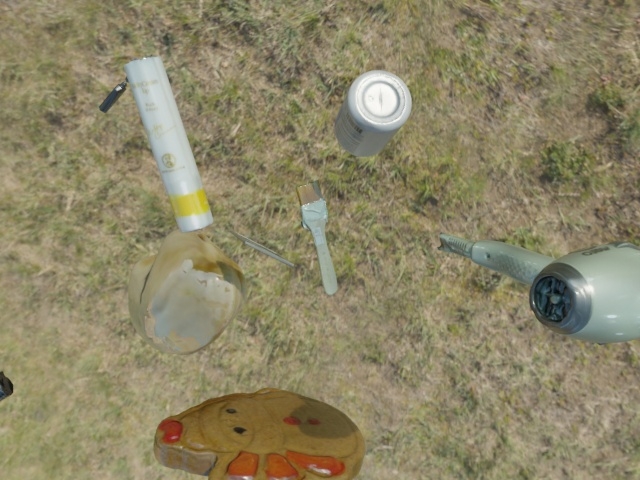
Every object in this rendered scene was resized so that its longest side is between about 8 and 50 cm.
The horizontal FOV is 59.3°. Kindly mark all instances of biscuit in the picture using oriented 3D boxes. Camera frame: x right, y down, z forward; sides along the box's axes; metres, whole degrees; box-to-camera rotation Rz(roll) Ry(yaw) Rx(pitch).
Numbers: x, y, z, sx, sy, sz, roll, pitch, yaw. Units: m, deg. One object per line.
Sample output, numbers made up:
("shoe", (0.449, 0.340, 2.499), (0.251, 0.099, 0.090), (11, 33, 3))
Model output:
("biscuit", (-0.105, 0.364, 1.026), (0.380, 0.359, 0.074), (8, 97, -19))

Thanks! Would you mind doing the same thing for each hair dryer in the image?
("hair dryer", (0.274, 0.028, 0.582), (0.228, 0.267, 0.093), (3, 103, -11))

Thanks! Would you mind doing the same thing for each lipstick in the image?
("lipstick", (-0.230, -0.144, 0.863), (0.059, 0.059, 0.264), (-11, 106, 14))

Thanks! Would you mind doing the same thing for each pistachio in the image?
("pistachio", (-0.403, 0.151, 1.656), (0.445, 0.281, 0.366), (-10, 75, 37))

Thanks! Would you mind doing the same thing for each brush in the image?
("brush", (0.000, 0.000, 1.604), (0.085, 0.020, 0.337), (-19, 105, -20))

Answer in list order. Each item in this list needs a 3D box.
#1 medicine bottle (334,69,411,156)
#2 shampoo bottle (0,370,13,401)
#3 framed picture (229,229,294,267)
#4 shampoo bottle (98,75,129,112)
("medicine bottle", (0.122, -0.309, 1.450), (0.156, 0.288, 0.157), (1, 82, -8))
("shampoo bottle", (-0.598, 0.281, 0.857), (0.256, 0.127, 0.078), (-29, 130, -7))
("framed picture", (-0.145, 0.020, 1.383), (0.149, 0.109, 0.011), (30, 89, -34))
("shampoo bottle", (-0.638, -0.454, 1.751), (0.137, 0.048, 0.027), (-42, 96, 16))
